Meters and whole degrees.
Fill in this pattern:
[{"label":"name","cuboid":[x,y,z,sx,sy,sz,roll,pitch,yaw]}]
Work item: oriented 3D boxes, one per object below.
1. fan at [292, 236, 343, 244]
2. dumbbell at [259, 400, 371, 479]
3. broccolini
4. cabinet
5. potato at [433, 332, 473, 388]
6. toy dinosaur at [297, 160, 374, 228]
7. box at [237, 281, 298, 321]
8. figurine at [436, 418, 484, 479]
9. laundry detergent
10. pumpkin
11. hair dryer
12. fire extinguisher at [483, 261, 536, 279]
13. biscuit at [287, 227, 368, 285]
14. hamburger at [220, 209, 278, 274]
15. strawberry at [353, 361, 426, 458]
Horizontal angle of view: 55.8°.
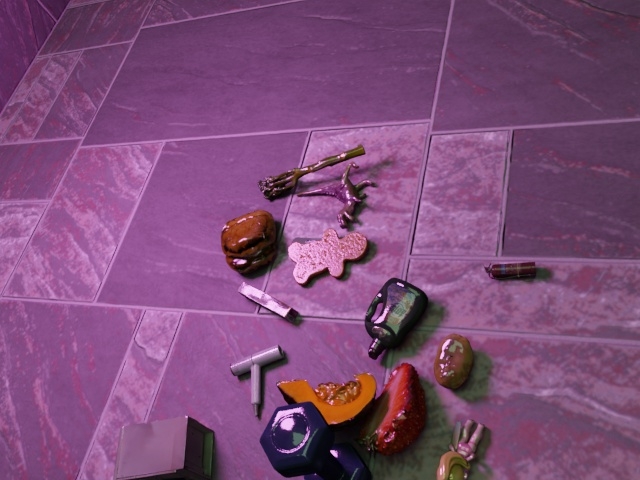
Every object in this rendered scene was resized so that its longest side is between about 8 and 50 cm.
[{"label":"fan","cuboid":[0.000,0.000,1.871,0.193,0.016,0.038,-4,55,23]},{"label":"dumbbell","cuboid":[-0.003,0.489,1.352,0.144,0.325,0.160,-37,45,-7]},{"label":"broccolini","cuboid":[-0.028,-0.229,1.977,0.392,0.079,0.074,-17,37,20]},{"label":"cabinet","cuboid":[-0.410,0.570,1.598,0.206,0.145,0.150,-14,53,16]},{"label":"potato","cuboid":[0.328,0.300,1.489,0.091,0.070,0.138,6,60,33]},{"label":"toy dinosaur","cuboid":[0.057,-0.156,1.919,0.200,0.072,0.251,-47,60,0]},{"label":"box","cuboid":[-0.159,0.183,1.801,0.207,0.050,0.041,23,73,34]},{"label":"figurine","cuboid":[0.315,0.487,1.376,0.083,0.083,0.187,20,59,33]},{"label":"laundry detergent","cuboid":[0.182,0.213,1.612,0.144,0.078,0.222,26,74,37]},{"label":"pumpkin","cuboid":[0.012,0.426,1.486,0.278,0.111,0.163,-9,25,18]},{"label":"hair dryer","cuboid":[-0.162,0.397,1.673,0.155,0.044,0.183,-24,57,9]},{"label":"fire extinguisher","cuboid":[0.495,0.079,1.582,0.132,0.039,0.056,-5,48,21]},{"label":"biscuit","cuboid":[0.027,0.045,1.815,0.250,0.036,0.165,-20,62,13]},{"label":"hamburger","cuboid":[-0.230,-0.008,1.912,0.183,0.130,0.206,-21,50,8]},{"label":"strawberry","cuboid":[0.194,0.424,1.457,0.236,0.107,0.175,-48,14,-14]}]
